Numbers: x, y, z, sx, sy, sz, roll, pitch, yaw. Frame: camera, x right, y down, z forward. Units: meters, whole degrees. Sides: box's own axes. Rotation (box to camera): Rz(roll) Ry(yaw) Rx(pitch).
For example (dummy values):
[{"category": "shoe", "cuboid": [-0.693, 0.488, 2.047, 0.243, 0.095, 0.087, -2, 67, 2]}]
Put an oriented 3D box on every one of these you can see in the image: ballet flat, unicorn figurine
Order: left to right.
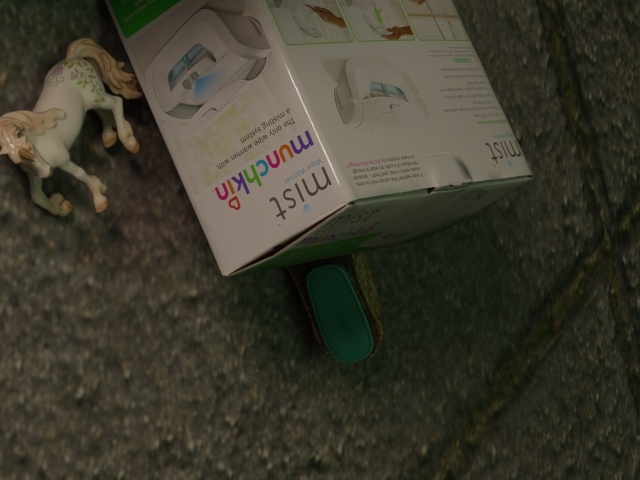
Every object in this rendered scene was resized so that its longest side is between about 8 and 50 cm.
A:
[{"category": "unicorn figurine", "cuboid": [-0.170, -0.069, 1.246, 0.111, 0.060, 0.162, 57, 28, -42]}, {"category": "ballet flat", "cuboid": [0.000, 0.000, 1.502, 0.067, 0.073, 0.206, -83, 161, -62]}]

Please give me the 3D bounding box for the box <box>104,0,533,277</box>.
[{"category": "box", "cuboid": [0.006, -0.112, 1.362, 0.262, 0.127, 0.231, -11, 74, -56]}]
